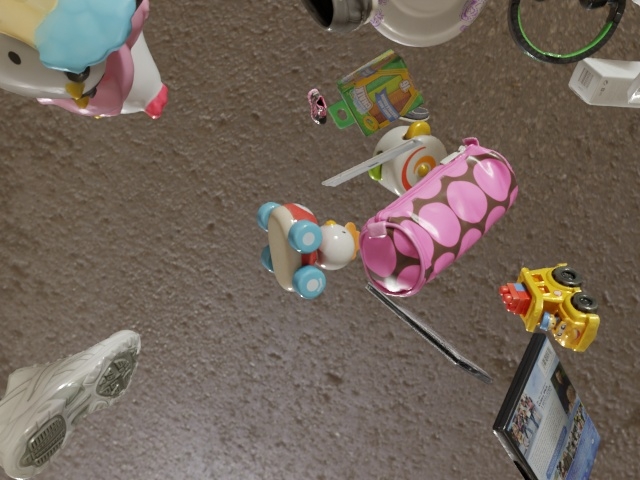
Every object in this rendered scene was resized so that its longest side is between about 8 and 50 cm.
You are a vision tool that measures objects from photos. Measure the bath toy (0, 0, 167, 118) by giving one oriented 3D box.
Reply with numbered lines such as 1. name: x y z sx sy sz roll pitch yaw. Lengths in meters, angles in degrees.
1. bath toy: -0.190 -0.165 0.481 0.151 0.348 0.129 -42 102 -7

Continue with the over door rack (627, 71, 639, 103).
1. over door rack: 0.579 -0.272 0.863 0.324 0.239 0.108 11 159 -12

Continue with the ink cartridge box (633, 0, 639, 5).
1. ink cartridge box: 0.786 -0.669 1.380 0.232 0.066 0.189 35 163 10

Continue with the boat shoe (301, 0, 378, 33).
1. boat shoe: -0.033 -0.477 0.909 0.335 0.095 0.112 56 147 1

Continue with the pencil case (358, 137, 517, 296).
1. pencil case: 0.130 -0.030 0.638 0.095 0.209 0.098 7 125 44

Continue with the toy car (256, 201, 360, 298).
1. toy car: 0.000 0.000 1.386 0.219 0.238 0.210 29 128 56

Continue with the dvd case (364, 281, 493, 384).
1. dvd case: 0.189 0.161 1.007 0.018 0.164 0.221 -52 49 3

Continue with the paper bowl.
1. paper bowl: 0.225 -0.566 1.207 0.284 0.148 0.284 14 128 19

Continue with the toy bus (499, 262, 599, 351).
1. toy bus: 0.579 0.172 1.497 0.211 0.220 0.149 0 129 -8

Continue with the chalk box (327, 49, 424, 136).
1. chalk box: 0.124 -0.355 1.434 0.213 0.132 0.132 -30 115 9

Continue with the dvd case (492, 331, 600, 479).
1. dvd case: 0.345 0.289 0.861 0.022 0.180 0.253 -7 125 48

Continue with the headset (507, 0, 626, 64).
1. headset: 0.563 -0.589 1.259 0.243 0.185 0.394 11 106 3

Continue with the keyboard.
1. keyboard: 0.124 -0.186 1.396 0.256 0.072 0.014 -23 86 25

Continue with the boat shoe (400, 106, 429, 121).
1. boat shoe: 0.244 -0.397 1.707 0.206 0.075 0.065 1 124 -27

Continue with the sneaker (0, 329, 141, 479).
1. sneaker: -0.321 0.173 0.710 0.115 0.232 0.090 17 120 19

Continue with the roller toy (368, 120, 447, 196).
1. roller toy: 0.260 -0.221 1.645 0.191 0.146 0.209 35 95 -38

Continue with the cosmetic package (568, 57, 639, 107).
1. cosmetic package: 0.773 -0.400 1.470 0.231 0.117 0.085 2 130 -12

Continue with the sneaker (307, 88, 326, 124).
1. sneaker: -0.001 -0.398 1.747 0.057 0.047 0.119 36 157 42
